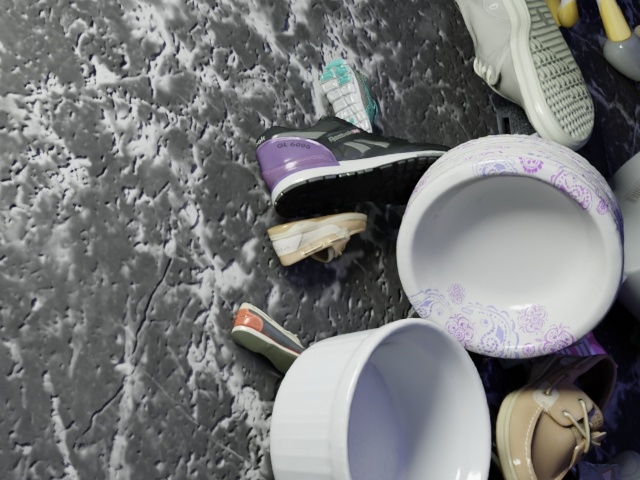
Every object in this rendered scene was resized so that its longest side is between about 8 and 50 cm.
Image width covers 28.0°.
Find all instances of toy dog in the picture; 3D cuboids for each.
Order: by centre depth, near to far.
[{"bbox_3d":[0.705,-0.312,2.429,0.334,0.161,0.220,27,17,-41],"label":"toy dog"}]

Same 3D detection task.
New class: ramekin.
[{"bbox_3d":[0.068,0.233,1.500,0.277,0.135,0.277,9,78,-47],"label":"ramekin"}]

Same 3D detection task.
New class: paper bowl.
[{"bbox_3d":[0.247,-0.002,1.657,0.284,0.284,0.148,51,27,-14],"label":"paper bowl"}]

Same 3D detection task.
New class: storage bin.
[{"bbox_3d":[0.380,-0.159,2.098,0.180,0.084,0.122,18,58,-39],"label":"storage bin"}]

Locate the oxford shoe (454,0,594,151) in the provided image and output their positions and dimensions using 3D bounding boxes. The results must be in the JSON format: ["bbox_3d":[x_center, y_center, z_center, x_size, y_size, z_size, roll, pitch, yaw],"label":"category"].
[{"bbox_3d":[0.304,-0.271,1.964,0.169,0.130,0.449,35,28,-34],"label":"oxford shoe"}]

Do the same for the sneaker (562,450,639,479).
[{"bbox_3d":[0.390,0.349,1.845,0.262,0.099,0.121,-30,89,-50],"label":"sneaker"}]

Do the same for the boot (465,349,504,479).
[{"bbox_3d":[0.200,0.222,1.719,0.236,0.085,0.178,49,40,-18],"label":"boot"}]

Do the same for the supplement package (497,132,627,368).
[{"bbox_3d":[0.292,0.013,1.871,0.262,0.145,0.204,57,41,-8],"label":"supplement package"}]

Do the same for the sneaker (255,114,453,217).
[{"bbox_3d":[0.052,-0.118,1.678,0.283,0.107,0.124,-7,58,-29],"label":"sneaker"}]

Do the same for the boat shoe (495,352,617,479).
[{"bbox_3d":[0.324,0.239,1.737,0.121,0.110,0.341,67,29,-16],"label":"boat shoe"}]

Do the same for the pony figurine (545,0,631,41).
[{"bbox_3d":[0.402,-0.546,2.169,0.351,0.303,0.363,-103,173,-56],"label":"pony figurine"}]

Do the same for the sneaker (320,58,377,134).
[{"bbox_3d":[0.055,-0.171,1.786,0.076,0.065,0.166,8,68,-51],"label":"sneaker"}]

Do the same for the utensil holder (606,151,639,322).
[{"bbox_3d":[0.660,0.051,2.103,0.385,0.328,0.327,41,46,-22],"label":"utensil holder"}]

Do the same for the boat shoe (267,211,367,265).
[{"bbox_3d":[0.000,0.000,1.646,0.170,0.063,0.059,-12,90,-46],"label":"boat shoe"}]

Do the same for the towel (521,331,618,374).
[{"bbox_3d":[0.380,0.188,1.963,0.144,0.029,0.197,57,42,-7],"label":"towel"}]

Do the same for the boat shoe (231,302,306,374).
[{"bbox_3d":[-0.047,0.124,1.540,0.137,0.049,0.043,34,47,-24],"label":"boat shoe"}]
